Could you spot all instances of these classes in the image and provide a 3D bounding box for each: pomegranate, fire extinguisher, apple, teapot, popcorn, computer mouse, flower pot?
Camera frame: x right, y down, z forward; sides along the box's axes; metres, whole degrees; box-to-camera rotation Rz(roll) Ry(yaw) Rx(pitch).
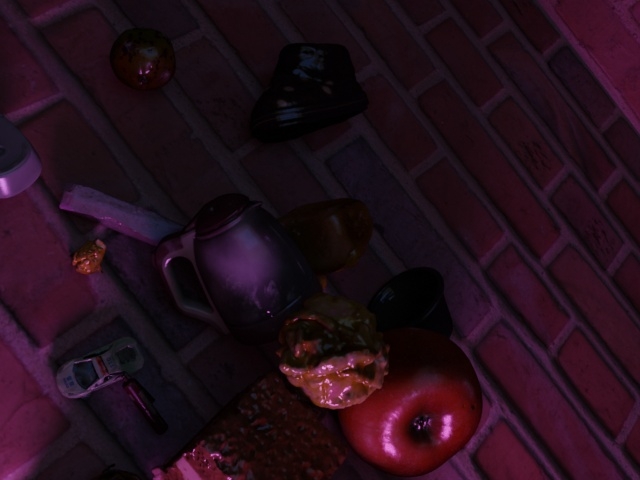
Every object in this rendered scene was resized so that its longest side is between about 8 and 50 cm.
[{"bbox_3d":[-0.433,-0.457,1.764,0.159,0.159,0.205,12,40,-25],"label":"pomegranate"},{"bbox_3d":[-0.374,0.333,1.512,0.049,0.035,0.173,-50,118,-43],"label":"fire extinguisher"},{"bbox_3d":[0.205,0.373,1.656,0.348,0.277,0.349,-3,104,-13],"label":"apple"},{"bbox_3d":[-0.200,0.060,1.602,0.314,0.233,0.312,-26,111,5],"label":"teapot"},{"bbox_3d":[-0.513,0.036,1.564,0.084,0.084,0.084,11,65,-25],"label":"popcorn"},{"bbox_3d":[-0.728,-0.204,1.521,0.288,0.097,0.159,38,58,2],"label":"computer mouse"},{"bbox_3d":[0.033,0.230,1.480,0.259,0.212,0.259,3,90,-70],"label":"popcorn"},{"bbox_3d":[0.247,0.200,1.855,0.148,0.235,0.235,52,53,-26],"label":"flower pot"}]

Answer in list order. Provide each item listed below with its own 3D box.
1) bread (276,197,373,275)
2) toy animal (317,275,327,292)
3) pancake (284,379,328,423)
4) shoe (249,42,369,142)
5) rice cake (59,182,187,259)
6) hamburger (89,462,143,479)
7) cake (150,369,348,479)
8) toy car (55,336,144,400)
[{"bbox_3d":[0.000,0.000,1.772,0.195,0.246,0.176,-29,106,-53],"label":"bread"},{"bbox_3d":[-0.011,0.113,1.813,0.083,0.070,0.159,11,41,19],"label":"toy animal"},{"bbox_3d":[-0.042,0.387,1.709,0.139,0.022,0.140,12,64,-25],"label":"pancake"},{"bbox_3d":[-0.052,-0.414,1.938,0.383,0.171,0.237,-23,90,-36],"label":"shoe"},{"bbox_3d":[-0.401,-0.030,1.652,0.398,0.064,0.070,24,72,-19],"label":"rice cake"},{"bbox_3d":[-0.406,0.543,1.380,0.206,0.130,0.183,-36,87,-33],"label":"hamburger"},{"bbox_3d":[-0.149,0.454,1.452,0.256,0.290,0.282,51,46,-1],"label":"cake"},{"bbox_3d":[-0.458,0.268,1.502,0.186,0.058,0.093,-22,84,-34],"label":"toy car"}]
